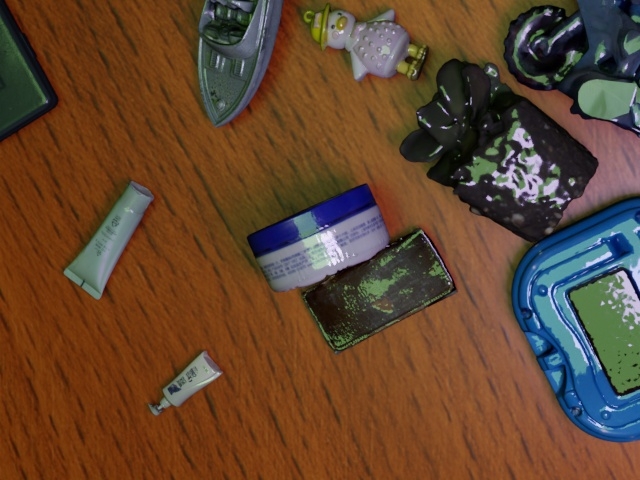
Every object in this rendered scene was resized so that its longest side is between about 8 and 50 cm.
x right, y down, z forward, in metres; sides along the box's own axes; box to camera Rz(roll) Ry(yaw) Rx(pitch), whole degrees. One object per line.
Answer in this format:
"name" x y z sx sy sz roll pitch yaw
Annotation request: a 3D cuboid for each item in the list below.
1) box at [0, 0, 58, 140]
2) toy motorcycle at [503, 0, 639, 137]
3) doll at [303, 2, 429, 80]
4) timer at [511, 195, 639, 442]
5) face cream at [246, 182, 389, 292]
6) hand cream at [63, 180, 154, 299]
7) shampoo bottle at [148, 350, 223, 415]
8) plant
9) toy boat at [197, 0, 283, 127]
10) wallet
"box" -0.554 -0.288 1.946 0.160 0.050 0.230 -29 89 12
"toy motorcycle" 0.473 -0.255 1.680 0.416 0.172 0.232 34 107 16
"doll" 0.067 -0.310 1.805 0.207 0.081 0.129 25 80 10
"timer" 0.468 0.121 1.747 0.309 0.115 0.340 -27 90 15
"face cream" 0.000 0.000 1.780 0.206 0.206 0.111 -25 91 12
"hand cream" -0.347 -0.003 1.933 0.078 0.050 0.205 36 105 6
"shampoo bottle" -0.227 0.245 1.937 0.141 0.034 0.049 -41 92 13
"plant" 0.260 -0.135 1.725 0.276 0.188 0.199 38 100 6
"toy boat" -0.133 -0.332 1.826 0.141 0.092 0.319 22 109 37
"wallet" 0.093 0.080 1.860 0.232 0.031 0.122 -29 93 14
